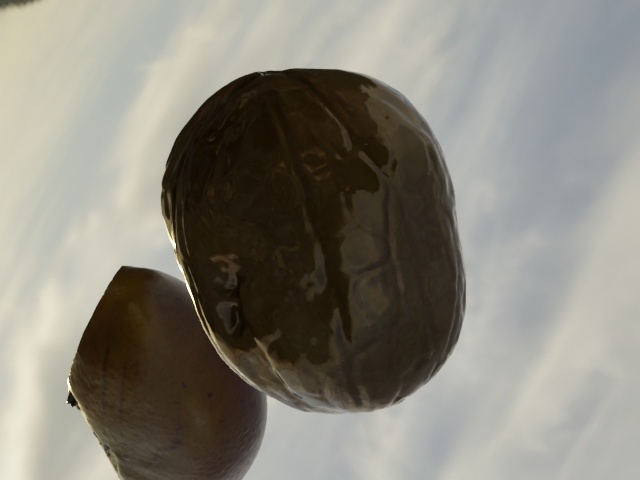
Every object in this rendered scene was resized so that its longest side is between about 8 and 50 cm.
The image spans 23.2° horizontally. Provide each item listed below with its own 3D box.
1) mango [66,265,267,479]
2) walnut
[{"bbox_3d":[-0.153,0.139,1.547,0.350,0.199,0.201,90,-2,-56],"label":"mango"},{"bbox_3d":[0.000,0.000,0.972,0.193,0.225,0.193,-21,-174,2],"label":"walnut"}]
